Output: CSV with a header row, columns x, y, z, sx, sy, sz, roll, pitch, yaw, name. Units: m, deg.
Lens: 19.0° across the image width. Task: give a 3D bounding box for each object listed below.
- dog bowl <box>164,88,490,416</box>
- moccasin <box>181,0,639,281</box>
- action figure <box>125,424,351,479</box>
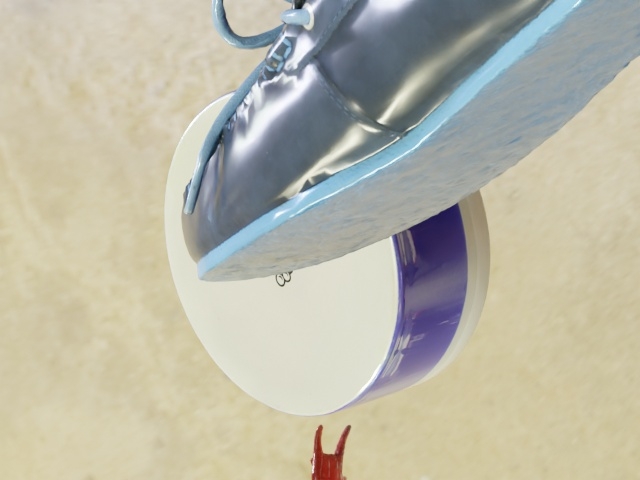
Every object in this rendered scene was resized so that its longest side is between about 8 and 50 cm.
x,y,z,sx,sy,sz,roll,pitch,yaw,name
0.000,0.000,1.495,0.265,0.104,0.265,17,114,42,dog bowl
0.047,-0.091,0.796,0.342,0.138,0.116,-37,71,44,moccasin
-0.080,0.144,0.830,0.091,0.280,0.139,-12,71,42,action figure
